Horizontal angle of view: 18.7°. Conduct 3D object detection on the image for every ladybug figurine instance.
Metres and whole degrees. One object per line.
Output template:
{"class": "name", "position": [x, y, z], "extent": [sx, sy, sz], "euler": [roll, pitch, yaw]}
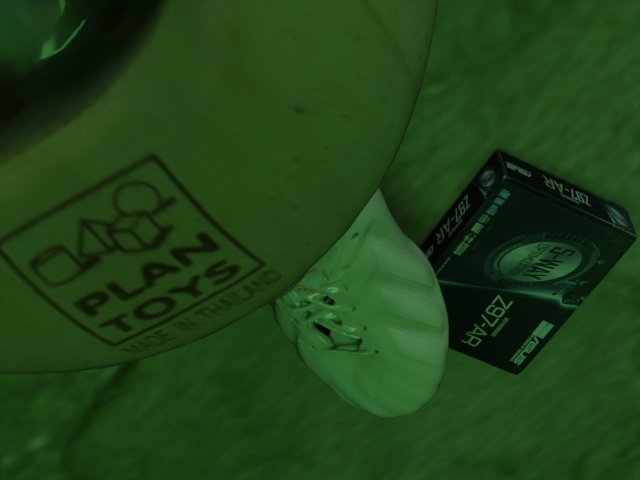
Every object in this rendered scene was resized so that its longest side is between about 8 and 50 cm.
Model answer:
{"class": "ladybug figurine", "position": [-0.143, -0.144, 0.517], "extent": [0.305, 0.162, 0.449], "euler": [-28, 123, 16]}

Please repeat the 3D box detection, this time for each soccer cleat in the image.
{"class": "soccer cleat", "position": [0.000, 0.000, 0.710], "extent": [0.068, 0.076, 0.196], "euler": [-10, 125, 13]}

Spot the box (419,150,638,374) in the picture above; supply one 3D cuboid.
{"class": "box", "position": [0.075, 0.010, 0.778], "extent": [0.067, 0.018, 0.083], "euler": [24, 121, -24]}
